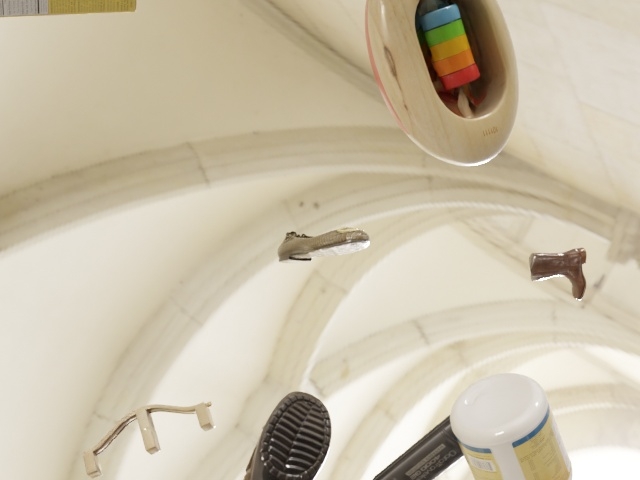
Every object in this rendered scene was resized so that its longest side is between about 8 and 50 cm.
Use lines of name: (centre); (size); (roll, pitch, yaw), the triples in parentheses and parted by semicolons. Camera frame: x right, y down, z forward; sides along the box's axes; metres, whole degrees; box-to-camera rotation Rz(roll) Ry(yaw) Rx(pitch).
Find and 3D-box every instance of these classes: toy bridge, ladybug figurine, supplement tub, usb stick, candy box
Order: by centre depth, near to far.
candy box: (-0.318, -0.308, 1.188); (0.186, 0.109, 0.053); (-7, -49, -22)
toy bridge: (-0.233, 0.257, 1.381); (0.188, 0.063, 0.026); (-23, -30, 2)
supplement tub: (0.286, 0.311, 1.495); (0.144, 0.144, 0.200); (-41, -61, -32)
usb stick: (0.196, 0.365, 1.748); (0.278, 0.077, 0.045); (-46, 17, 28)
ladybug figurine: (0.214, -0.355, 1.925); (0.305, 0.162, 0.450); (-20, -83, -30)

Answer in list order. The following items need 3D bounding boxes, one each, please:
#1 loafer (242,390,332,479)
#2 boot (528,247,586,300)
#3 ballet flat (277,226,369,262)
loafer: (-0.094, 0.446, 1.888); (0.130, 0.133, 0.366); (-42, 20, 55)
boot: (0.425, 0.067, 1.850); (0.114, 0.037, 0.107); (-9, -72, -18)
ballet flat: (0.000, 0.000, 1.792); (0.084, 0.250, 0.058); (6, -101, -31)
